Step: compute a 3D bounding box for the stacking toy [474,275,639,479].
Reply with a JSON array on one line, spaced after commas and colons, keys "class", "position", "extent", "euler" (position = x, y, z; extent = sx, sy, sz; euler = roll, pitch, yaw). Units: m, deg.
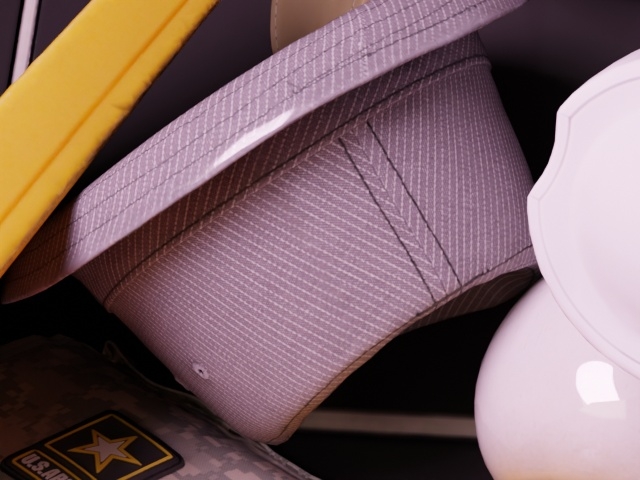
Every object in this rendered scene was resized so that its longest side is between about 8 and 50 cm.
[{"class": "stacking toy", "position": [0.065, 0.215, 0.525], "extent": [0.350, 0.350, 0.480], "euler": [7, 61, 33]}]

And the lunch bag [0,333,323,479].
[{"class": "lunch bag", "position": [-0.124, 0.182, 0.672], "extent": [0.235, 0.169, 0.287], "euler": [25, 68, 36]}]

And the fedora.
[{"class": "fedora", "position": [0.000, 0.000, 0.642], "extent": [0.243, 0.275, 0.124], "euler": [-31, 90, -22]}]

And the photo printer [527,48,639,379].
[{"class": "photo printer", "position": [0.227, 0.026, 0.456], "extent": [0.307, 0.256, 0.107], "euler": [31, 112, 34]}]

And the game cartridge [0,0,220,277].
[{"class": "game cartridge", "position": [-0.176, 0.019, 0.671], "extent": [0.323, 0.052, 0.285], "euler": [-36, 16, 41]}]

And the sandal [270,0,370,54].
[{"class": "sandal", "position": [0.045, -0.176, 0.727], "extent": [0.088, 0.079, 0.240], "euler": [53, 138, 45]}]
